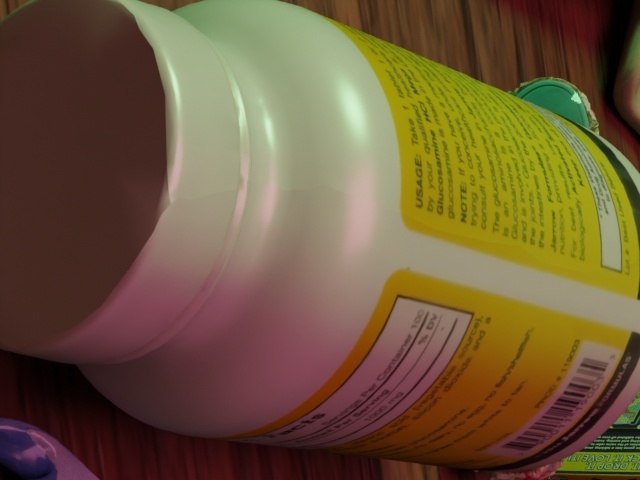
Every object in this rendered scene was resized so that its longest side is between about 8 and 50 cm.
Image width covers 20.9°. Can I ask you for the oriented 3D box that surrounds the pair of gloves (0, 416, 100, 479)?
[{"bbox_3d":[-0.096,0.163,0.701,0.159,0.023,0.198,7,56,-38],"label":"pair of gloves"}]

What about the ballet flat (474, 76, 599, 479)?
[{"bbox_3d":[0.119,0.026,1.020,0.077,0.091,0.241,56,42,-74],"label":"ballet flat"}]

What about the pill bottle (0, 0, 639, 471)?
[{"bbox_3d":[0.000,0.000,0.776,0.334,0.188,0.188,16,73,-49],"label":"pill bottle"}]

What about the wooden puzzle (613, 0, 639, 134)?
[{"bbox_3d":[0.352,-0.158,1.317,0.348,0.080,0.322,41,55,-40],"label":"wooden puzzle"}]

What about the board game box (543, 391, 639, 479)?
[{"bbox_3d":[0.240,0.115,1.068,0.141,0.170,0.048,-52,125,-40],"label":"board game box"}]
